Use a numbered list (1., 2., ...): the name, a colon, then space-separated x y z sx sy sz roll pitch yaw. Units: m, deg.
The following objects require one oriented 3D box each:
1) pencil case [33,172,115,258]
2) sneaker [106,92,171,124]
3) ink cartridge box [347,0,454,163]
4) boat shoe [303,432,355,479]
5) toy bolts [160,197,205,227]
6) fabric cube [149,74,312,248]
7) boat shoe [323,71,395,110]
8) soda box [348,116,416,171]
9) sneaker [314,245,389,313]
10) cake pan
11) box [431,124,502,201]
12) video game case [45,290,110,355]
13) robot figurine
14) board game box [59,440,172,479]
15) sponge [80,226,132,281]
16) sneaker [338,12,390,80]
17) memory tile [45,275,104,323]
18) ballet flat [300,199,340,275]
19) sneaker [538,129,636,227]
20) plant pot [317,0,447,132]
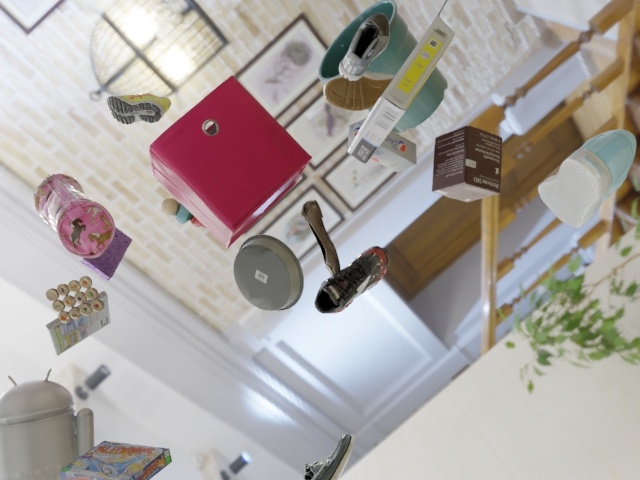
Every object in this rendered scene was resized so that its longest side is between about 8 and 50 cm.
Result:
1. pencil case: -0.712 -0.077 1.937 0.167 0.160 0.386 23 -176 -37
2. sneaker: -0.513 -0.381 1.915 0.209 0.094 0.081 12 130 23
3. ink cartridge box: 0.194 -0.350 1.510 0.072 0.307 0.303 36 162 1
4. boat shoe: -0.004 0.622 1.779 0.099 0.319 0.116 26 134 13
5. toy bolts: -0.443 -0.161 2.245 0.159 0.228 0.218 20 167 -28
6. fabric cube: -0.213 -0.170 1.563 0.258 0.254 0.259 46 165 -1
7. boat shoe: 0.120 -0.423 1.886 0.277 0.098 0.096 -7 -152 -27
8. soda box: 0.227 -0.343 2.443 0.286 0.098 0.091 19 -116 -44
9. sneaker: 0.083 0.121 1.919 0.097 0.276 0.135 52 -157 11
10. cake pan: -0.194 0.123 2.386 0.293 0.293 0.054 49 -143 8
11. box: 0.497 -0.256 2.283 0.169 0.203 0.167 12 166 -31
12. video game case: -0.735 0.255 2.060 0.023 0.193 0.212 47 150 15
13. robot figurine: -0.726 0.513 1.731 0.200 0.300 0.353 106 154 -83
14. board game box: -0.447 0.494 1.474 0.136 0.201 0.035 -28 -69 -59
15. sponge: -0.749 0.036 2.367 0.117 0.031 0.210 39 -143 -22
16. sneaker: 0.132 -0.515 1.698 0.086 0.228 0.132 28 156 -2
17. memory tile: -0.697 0.168 1.910 0.012 0.148 0.113 -63 -48 -74
18. ballet flat: 0.000 0.000 2.000 0.084 0.058 0.249 151 99 -74
19. sneaker: 0.581 -0.130 1.438 0.135 0.150 0.366 54 179 9
20. plant pot: 0.228 -0.561 2.257 0.334 0.341 0.341 38 -171 -28
